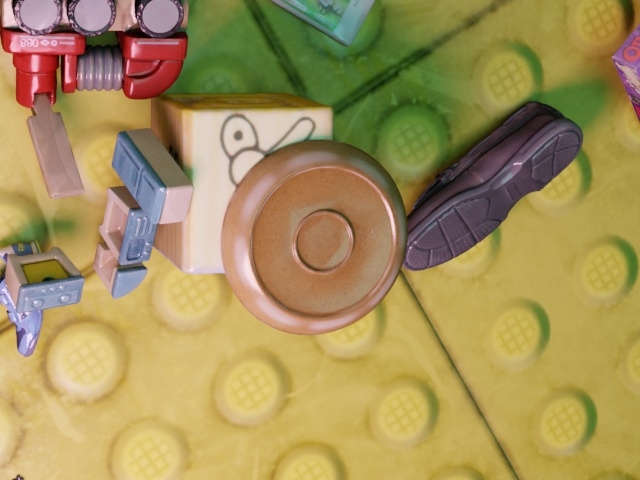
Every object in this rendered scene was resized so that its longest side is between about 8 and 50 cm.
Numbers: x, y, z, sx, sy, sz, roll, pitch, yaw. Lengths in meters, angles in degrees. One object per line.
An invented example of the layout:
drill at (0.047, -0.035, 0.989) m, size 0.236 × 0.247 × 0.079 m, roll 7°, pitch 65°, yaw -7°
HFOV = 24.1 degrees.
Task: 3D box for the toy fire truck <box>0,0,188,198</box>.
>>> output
toy fire truck at (-0.272, -0.193, 1.791) m, size 0.217 × 0.158 × 0.246 m, roll -1°, pitch 118°, yaw -16°

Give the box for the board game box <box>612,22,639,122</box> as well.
board game box at (0.542, -0.317, 2.039) m, size 0.347 × 0.056 × 0.208 m, roll -49°, pitch 150°, yaw -5°

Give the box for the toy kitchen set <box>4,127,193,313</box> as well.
toy kitchen set at (-0.264, -0.006, 1.746) m, size 0.166 × 0.122 × 0.207 m, roll -9°, pitch 132°, yaw -33°

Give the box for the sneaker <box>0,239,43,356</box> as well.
sneaker at (-0.373, 0.072, 1.845) m, size 0.059 × 0.053 × 0.144 m, roll -1°, pitch 92°, yaw -20°

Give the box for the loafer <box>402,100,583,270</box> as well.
loafer at (0.212, -0.075, 2.016) m, size 0.302 × 0.095 × 0.109 m, roll -36°, pitch 140°, yaw -5°

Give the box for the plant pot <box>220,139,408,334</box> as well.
plant pot at (0.000, 0.000, 1.766) m, size 0.236 × 0.032 × 0.236 m, roll -4°, pitch 101°, yaw -20°

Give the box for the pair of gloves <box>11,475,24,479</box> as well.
pair of gloves at (-0.408, 0.339, 1.906) m, size 0.083 × 0.010 × 0.074 m, roll -7°, pitch 102°, yaw -19°

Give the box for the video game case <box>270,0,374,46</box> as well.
video game case at (-0.004, -0.381, 1.900) m, size 0.212 × 0.023 × 0.193 m, roll 28°, pitch 90°, yaw -22°

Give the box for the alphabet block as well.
alphabet block at (-0.100, -0.075, 1.837) m, size 0.192 × 0.193 × 0.197 m, roll -2°, pitch 101°, yaw -21°
